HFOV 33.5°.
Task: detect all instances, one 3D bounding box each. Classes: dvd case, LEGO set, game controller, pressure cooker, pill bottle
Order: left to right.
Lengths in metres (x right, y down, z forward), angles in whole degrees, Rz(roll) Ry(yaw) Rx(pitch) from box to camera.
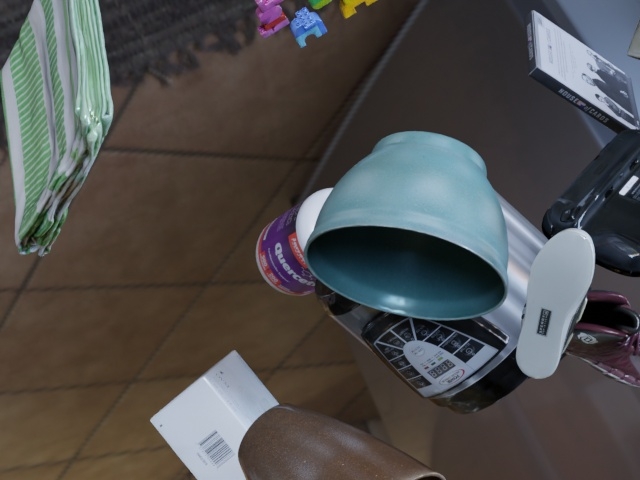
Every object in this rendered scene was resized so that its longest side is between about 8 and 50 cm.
[{"bbox_3d":[0.000,0.000,2.226,0.181,0.181,0.323,-7,169,-27],"label":"pill bottle"},{"bbox_3d":[0.004,-0.371,1.562,0.227,0.087,0.093,-32,144,3],"label":"LEGO set"},{"bbox_3d":[0.252,0.095,1.886,0.375,0.420,0.370,-50,-167,-3],"label":"pressure cooker"},{"bbox_3d":[0.457,-0.286,1.854,0.239,0.179,0.029,28,130,-18],"label":"dvd case"},{"bbox_3d":[0.444,-0.060,1.499,0.319,0.166,0.067,-40,156,-40],"label":"game controller"}]

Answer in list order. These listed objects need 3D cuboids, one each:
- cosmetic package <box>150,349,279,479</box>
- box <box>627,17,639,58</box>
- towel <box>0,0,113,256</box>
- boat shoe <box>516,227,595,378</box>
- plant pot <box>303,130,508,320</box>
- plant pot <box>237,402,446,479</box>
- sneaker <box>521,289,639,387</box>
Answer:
[{"bbox_3d":[-0.162,0.346,1.954,0.138,0.224,0.225,-40,179,10],"label":"cosmetic package"},{"bbox_3d":[0.603,-0.262,1.456,0.311,0.148,0.121,16,101,-7],"label":"box"},{"bbox_3d":[-0.270,-0.147,1.052,0.038,0.247,0.325,-1,159,-26],"label":"towel"},{"bbox_3d":[0.313,0.077,1.413,0.070,0.078,0.219,-33,142,-56],"label":"boat shoe"},{"bbox_3d":[0.140,-0.033,1.541,0.293,0.196,0.293,12,154,6],"label":"plant pot"},{"bbox_3d":[0.007,0.317,1.368,0.215,0.230,0.215,-31,140,-30],"label":"plant pot"},{"bbox_3d":[0.438,0.138,1.501,0.281,0.106,0.162,15,165,-12],"label":"sneaker"}]
